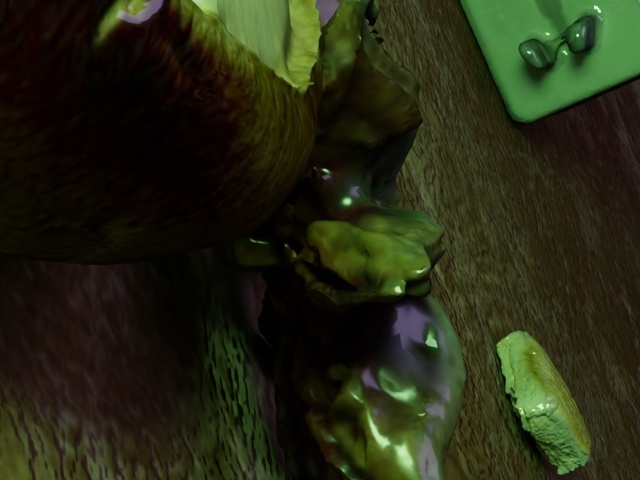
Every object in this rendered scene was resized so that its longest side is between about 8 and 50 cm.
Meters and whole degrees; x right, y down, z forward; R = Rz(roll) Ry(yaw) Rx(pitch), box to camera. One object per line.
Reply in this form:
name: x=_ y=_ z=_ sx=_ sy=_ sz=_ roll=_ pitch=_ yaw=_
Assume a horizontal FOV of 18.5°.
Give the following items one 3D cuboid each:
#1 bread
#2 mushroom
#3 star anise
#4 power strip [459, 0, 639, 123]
bread: x=0.142 y=0.102 z=1.267 sx=0.070 sy=0.035 sz=0.083 roll=51 pitch=18 yaw=-42
mushroom: x=-0.105 y=-0.123 z=0.650 sx=0.297 sy=0.163 sz=0.278 roll=49 pitch=34 yaw=-44
star anise: x=0.000 y=0.001 z=0.842 sx=0.288 sy=0.088 sz=0.288 roll=167 pitch=-90 yaw=-81
power strip: x=0.201 y=-0.182 z=1.607 sx=0.140 sy=0.139 sz=0.224 roll=68 pitch=18 yaw=0
